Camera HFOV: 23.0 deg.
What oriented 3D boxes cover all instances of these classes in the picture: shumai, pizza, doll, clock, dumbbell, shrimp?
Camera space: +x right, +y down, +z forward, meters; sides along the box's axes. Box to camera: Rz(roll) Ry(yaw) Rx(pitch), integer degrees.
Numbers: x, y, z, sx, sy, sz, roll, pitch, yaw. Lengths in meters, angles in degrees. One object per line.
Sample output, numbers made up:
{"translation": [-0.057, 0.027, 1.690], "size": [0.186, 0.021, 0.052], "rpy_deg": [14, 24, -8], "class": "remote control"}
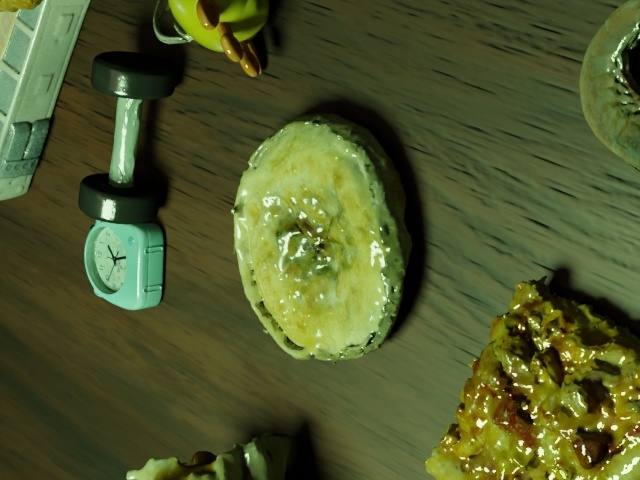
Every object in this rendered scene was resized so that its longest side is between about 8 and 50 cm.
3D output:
{"translation": [-0.090, 0.343, 1.698], "size": [0.262, 0.267, 0.314], "rpy_deg": [-71, 20, 6], "class": "shumai"}
{"translation": [0.209, 0.150, 1.466], "size": [0.336, 0.086, 0.226], "rpy_deg": [-23, 81, 47], "class": "pizza"}
{"translation": [-0.133, -0.269, 1.722], "size": [0.135, 0.143, 0.221], "rpy_deg": [-36, 66, 6], "class": "doll"}
{"translation": [-0.253, 0.021, 1.949], "size": [0.147, 0.045, 0.108], "rpy_deg": [16, 107, 44], "class": "clock"}
{"translation": [-0.230, -0.122, 1.863], "size": [0.100, 0.100, 0.191], "rpy_deg": [27, 115, 40], "class": "dumbbell"}
{"translation": [0.303, -0.116, 1.346], "size": [0.219, 0.046, 0.152], "rpy_deg": [57, 136, 36], "class": "shrimp"}

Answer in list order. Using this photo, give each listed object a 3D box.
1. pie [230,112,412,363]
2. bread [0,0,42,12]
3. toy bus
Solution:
{"translation": [0.000, 0.000, 1.676], "size": [0.274, 0.055, 0.274], "rpy_deg": [9, 102, 45], "class": "pie"}
{"translation": [-0.379, -0.443, 1.884], "size": [0.328, 0.148, 0.337], "rpy_deg": [25, 85, 43], "class": "bread"}
{"translation": [-0.401, -0.209, 2.032], "size": [0.138, 0.097, 0.342], "rpy_deg": [39, 121, 27], "class": "toy bus"}
